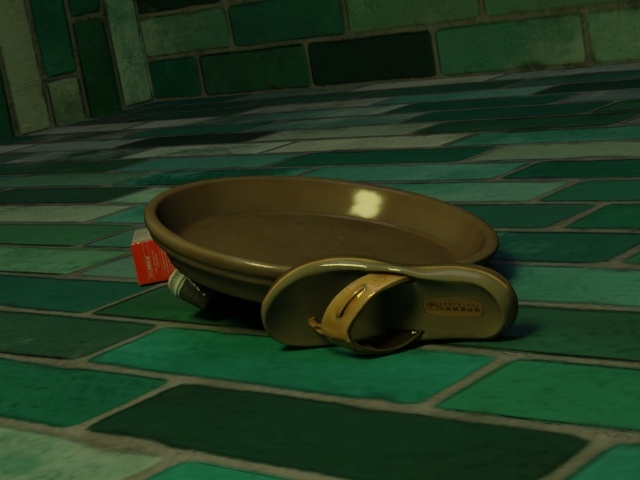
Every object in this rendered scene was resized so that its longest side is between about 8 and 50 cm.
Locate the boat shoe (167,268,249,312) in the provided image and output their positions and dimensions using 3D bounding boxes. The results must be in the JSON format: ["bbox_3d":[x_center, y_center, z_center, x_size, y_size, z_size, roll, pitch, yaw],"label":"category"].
[{"bbox_3d":[-0.066,0.032,1.100,0.040,0.049,0.142,38,28,25],"label":"boat shoe"}]

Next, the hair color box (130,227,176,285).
[{"bbox_3d":[-0.103,0.003,1.255,0.141,0.043,0.072,-11,12,-2],"label":"hair color box"}]

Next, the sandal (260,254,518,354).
[{"bbox_3d":[0.040,0.050,0.893,0.180,0.072,0.049,-1,36,21],"label":"sandal"}]

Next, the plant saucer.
[{"bbox_3d":[0.000,0.000,1.057,0.278,0.041,0.278,4,16,-1],"label":"plant saucer"}]
